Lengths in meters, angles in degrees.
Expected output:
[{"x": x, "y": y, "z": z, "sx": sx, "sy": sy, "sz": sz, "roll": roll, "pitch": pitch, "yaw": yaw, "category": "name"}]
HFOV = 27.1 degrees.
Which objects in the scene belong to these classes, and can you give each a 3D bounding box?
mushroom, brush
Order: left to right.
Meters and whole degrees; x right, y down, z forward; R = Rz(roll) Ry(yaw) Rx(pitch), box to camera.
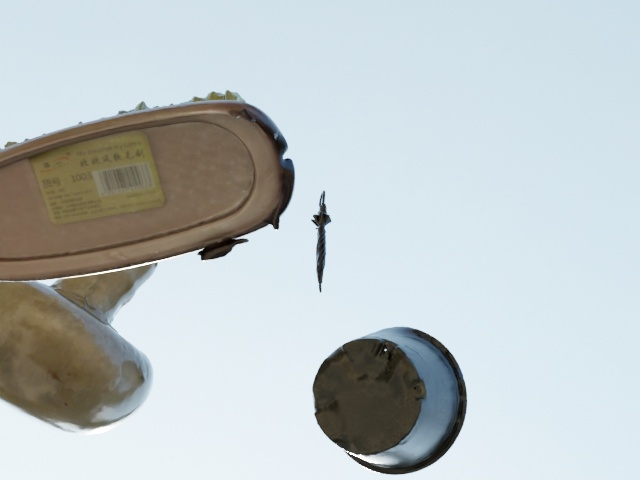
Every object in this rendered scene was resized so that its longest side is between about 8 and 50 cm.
[{"x": -0.164, "y": -0.011, "z": 0.607, "sx": 0.313, "sy": 0.067, "sz": 0.072, "roll": -13, "pitch": -65, "yaw": 7, "category": "brush"}, {"x": -0.239, "y": 0.091, "z": 1.279, "sx": 0.209, "sy": 0.206, "sz": 0.206, "roll": -34, "pitch": -92, "yaw": 2, "category": "mushroom"}]

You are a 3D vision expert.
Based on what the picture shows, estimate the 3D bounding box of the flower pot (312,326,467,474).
[{"x": 0.063, "y": 0.162, "z": 1.359, "sx": 0.158, "sy": 0.107, "sz": 0.157, "roll": -3, "pitch": -99, "yaw": 19, "category": "flower pot"}]

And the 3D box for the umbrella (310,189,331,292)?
[{"x": 0.001, "y": -0.004, "z": 1.346, "sx": 0.022, "sy": 0.148, "sz": 0.022, "roll": 12, "pitch": -51, "yaw": -11, "category": "umbrella"}]
